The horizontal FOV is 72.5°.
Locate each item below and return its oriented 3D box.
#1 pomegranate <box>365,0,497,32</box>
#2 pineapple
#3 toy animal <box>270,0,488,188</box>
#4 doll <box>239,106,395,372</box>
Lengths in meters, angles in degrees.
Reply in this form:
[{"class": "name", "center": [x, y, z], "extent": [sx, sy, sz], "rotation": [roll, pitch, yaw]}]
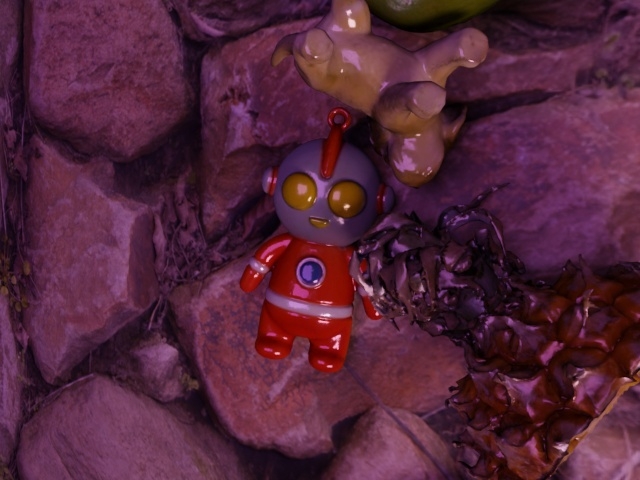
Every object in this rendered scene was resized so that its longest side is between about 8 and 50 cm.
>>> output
[{"class": "pomegranate", "center": [0.140, -0.357, 0.412], "extent": [0.340, 0.260, 0.261], "rotation": [-22, 80, 25]}, {"class": "pineapple", "center": [0.154, 0.061, 0.434], "extent": [0.271, 0.262, 0.263], "rotation": [44, 111, 34]}, {"class": "toy animal", "center": [0.068, -0.153, 0.452], "extent": [0.121, 0.233, 0.168], "rotation": [-62, 18, -11]}, {"class": "doll", "center": [0.000, 0.000, 0.564], "extent": [0.199, 0.105, 0.337], "rotation": [12, 98, 8]}]
